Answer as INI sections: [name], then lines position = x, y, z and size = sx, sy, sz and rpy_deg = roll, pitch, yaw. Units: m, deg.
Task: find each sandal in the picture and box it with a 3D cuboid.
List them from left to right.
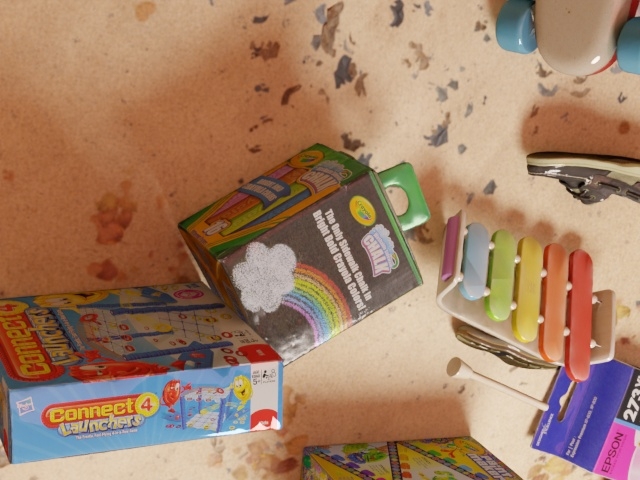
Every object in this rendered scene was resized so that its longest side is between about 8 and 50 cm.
[sandal]
position = 0.277, 0.149, 1.834
size = 0.180, 0.072, 0.049
rpy_deg = 23, 75, -23

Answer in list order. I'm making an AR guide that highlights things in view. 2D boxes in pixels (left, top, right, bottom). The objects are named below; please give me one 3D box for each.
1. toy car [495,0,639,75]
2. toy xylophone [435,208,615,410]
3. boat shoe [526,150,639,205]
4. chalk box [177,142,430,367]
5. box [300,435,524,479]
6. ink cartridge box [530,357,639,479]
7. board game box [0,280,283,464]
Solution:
[toy car]
position = 0.393, -0.327, 1.686
size = 0.238, 0.219, 0.210
rpy_deg = -11, 112, -51
[toy xylophone]
position = 0.279, 0.101, 1.754
size = 0.322, 0.081, 0.236
rpy_deg = 18, 61, -31
[boat shoe]
position = 0.389, -0.086, 1.794
size = 0.223, 0.080, 0.073
rpy_deg = 2, 100, -28
[chalk box]
position = 0.000, 0.000, 1.602
size = 0.289, 0.179, 0.180
rpy_deg = -30, 114, -13
[box]
position = 0.118, 0.452, 1.790
size = 0.279, 0.177, 0.290
rpy_deg = 1, 105, -23
[ink cartridge box]
position = 0.511, 0.297, 1.969
size = 0.371, 0.069, 0.176
rpy_deg = 21, 91, -25
[board game box]
position = -0.236, 0.142, 1.470
size = 0.302, 0.308, 0.086
rpy_deg = -4, 106, -23
